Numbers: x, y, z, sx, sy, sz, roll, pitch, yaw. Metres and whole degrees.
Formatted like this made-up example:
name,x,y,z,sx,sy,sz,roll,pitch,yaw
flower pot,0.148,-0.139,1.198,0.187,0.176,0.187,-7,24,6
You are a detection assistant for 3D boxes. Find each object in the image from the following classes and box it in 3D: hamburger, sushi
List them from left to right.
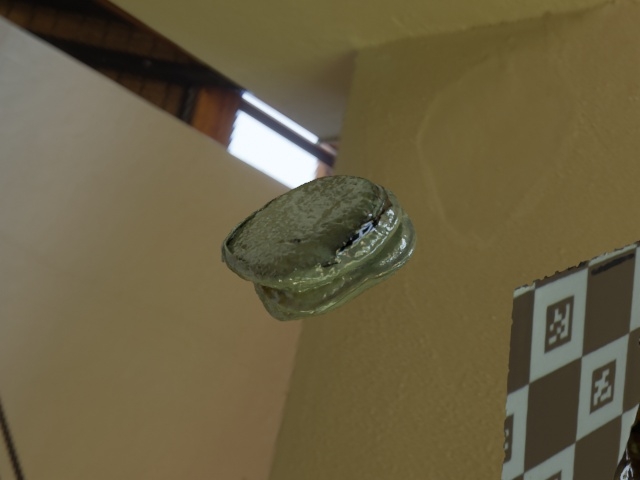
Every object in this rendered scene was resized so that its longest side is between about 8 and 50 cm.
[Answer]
name,x,y,z,sx,sy,sz,roll,pitch,yaw
hamburger,0.000,0.000,0.863,0.140,0.062,0.133,-34,-147,-10
sushi,0.214,0.151,0.864,0.064,0.359,0.343,15,-67,41
